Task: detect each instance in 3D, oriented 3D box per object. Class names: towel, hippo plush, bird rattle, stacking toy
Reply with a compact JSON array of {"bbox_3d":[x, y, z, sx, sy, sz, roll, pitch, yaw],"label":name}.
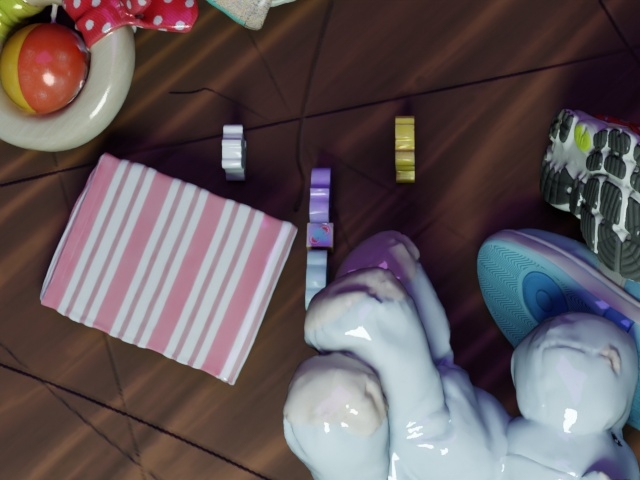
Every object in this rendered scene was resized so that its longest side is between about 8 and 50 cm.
[{"bbox_3d":[-0.128,0.021,1.355,0.197,0.029,0.144,21,85,18],"label":"towel"},{"bbox_3d":[0.114,0.143,1.182,0.237,0.234,0.294,5,76,17],"label":"hippo plush"},{"bbox_3d":[-0.225,-0.180,1.414,0.254,0.143,0.206,7,94,14],"label":"bird rattle"},{"bbox_3d":[0.000,0.000,1.372,0.167,0.052,0.221,-1,71,3],"label":"stacking toy"}]

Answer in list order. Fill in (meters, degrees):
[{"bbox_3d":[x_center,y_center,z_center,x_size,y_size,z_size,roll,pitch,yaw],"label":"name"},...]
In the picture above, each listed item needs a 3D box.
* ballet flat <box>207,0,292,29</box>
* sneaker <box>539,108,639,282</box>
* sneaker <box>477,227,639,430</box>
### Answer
[{"bbox_3d":[0.023,-0.305,1.468,0.316,0.107,0.106,-42,91,-6],"label":"ballet flat"},{"bbox_3d":[0.265,-0.046,1.279,0.118,0.279,0.107,3,111,-11],"label":"sneaker"},{"bbox_3d":[0.298,0.056,1.314,0.208,0.127,0.319,-32,51,-33],"label":"sneaker"}]
